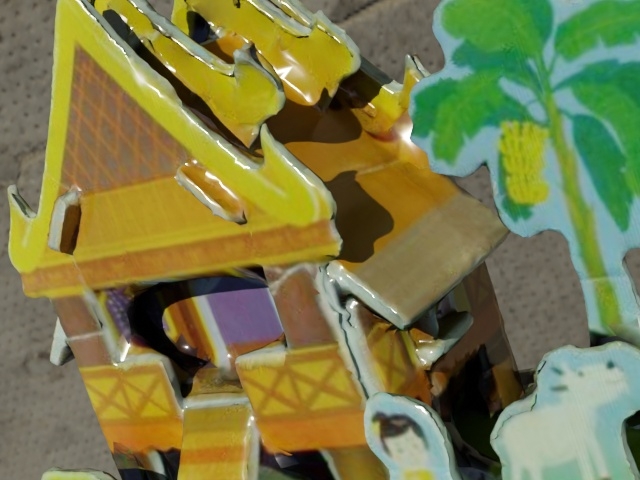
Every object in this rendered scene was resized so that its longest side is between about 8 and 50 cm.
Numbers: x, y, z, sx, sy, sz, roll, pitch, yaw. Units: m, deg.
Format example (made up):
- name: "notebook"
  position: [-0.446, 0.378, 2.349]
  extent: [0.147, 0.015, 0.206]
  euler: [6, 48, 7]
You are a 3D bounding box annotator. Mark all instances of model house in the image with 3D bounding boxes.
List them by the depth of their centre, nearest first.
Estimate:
- name: "model house"
  position: [0.000, 0.000, 0.534]
  extent: [0.358, 0.242, 0.312]
  euler: [-8, 109, 37]
